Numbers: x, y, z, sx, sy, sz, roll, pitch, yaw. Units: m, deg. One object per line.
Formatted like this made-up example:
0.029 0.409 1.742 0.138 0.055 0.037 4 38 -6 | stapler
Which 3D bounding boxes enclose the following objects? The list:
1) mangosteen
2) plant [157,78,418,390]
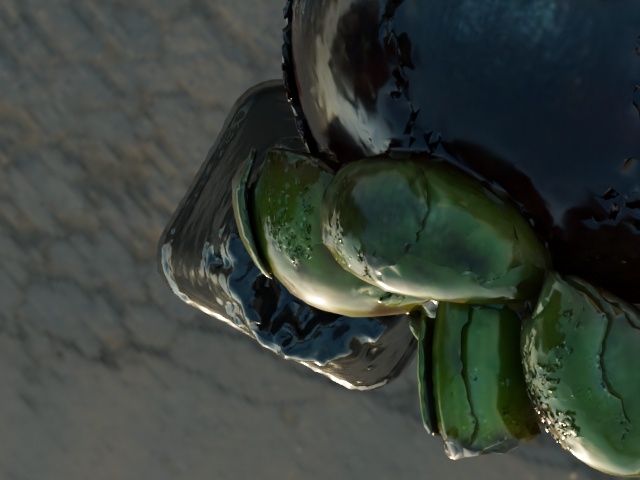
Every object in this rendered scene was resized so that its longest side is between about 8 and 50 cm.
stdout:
0.060 -0.031 0.438 0.166 0.180 0.166 23 164 7 | mangosteen
0.000 0.000 0.988 0.164 0.142 0.256 28 -172 0 | plant
